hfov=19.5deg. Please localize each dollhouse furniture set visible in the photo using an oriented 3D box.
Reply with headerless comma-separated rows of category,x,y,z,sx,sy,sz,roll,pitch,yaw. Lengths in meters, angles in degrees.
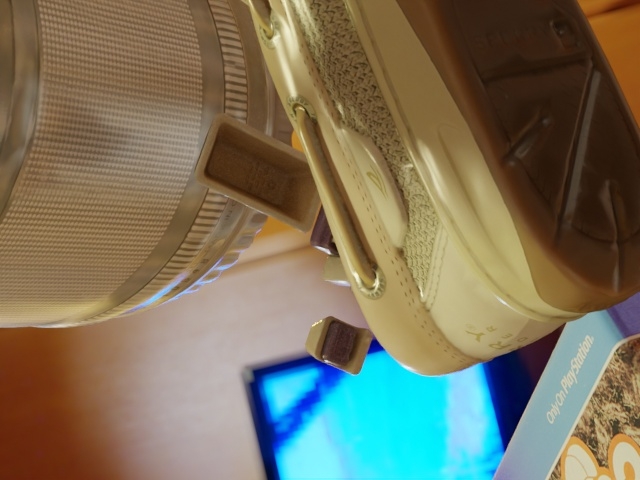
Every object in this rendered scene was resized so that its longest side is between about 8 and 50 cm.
dollhouse furniture set,0.000,0.000,0.801,0.114,0.081,0.091,25,-102,-33

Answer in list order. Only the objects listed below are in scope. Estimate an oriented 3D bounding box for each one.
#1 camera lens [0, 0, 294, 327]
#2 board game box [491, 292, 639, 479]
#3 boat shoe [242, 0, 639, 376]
camera lens,-0.164,-0.067,0.883,0.274,0.219,0.219,4,-110,-60
board game box,0.191,0.177,0.688,0.232,0.141,0.291,105,145,-50
boat shoe,0.005,-0.105,0.589,0.109,0.098,0.302,-13,-104,-47
